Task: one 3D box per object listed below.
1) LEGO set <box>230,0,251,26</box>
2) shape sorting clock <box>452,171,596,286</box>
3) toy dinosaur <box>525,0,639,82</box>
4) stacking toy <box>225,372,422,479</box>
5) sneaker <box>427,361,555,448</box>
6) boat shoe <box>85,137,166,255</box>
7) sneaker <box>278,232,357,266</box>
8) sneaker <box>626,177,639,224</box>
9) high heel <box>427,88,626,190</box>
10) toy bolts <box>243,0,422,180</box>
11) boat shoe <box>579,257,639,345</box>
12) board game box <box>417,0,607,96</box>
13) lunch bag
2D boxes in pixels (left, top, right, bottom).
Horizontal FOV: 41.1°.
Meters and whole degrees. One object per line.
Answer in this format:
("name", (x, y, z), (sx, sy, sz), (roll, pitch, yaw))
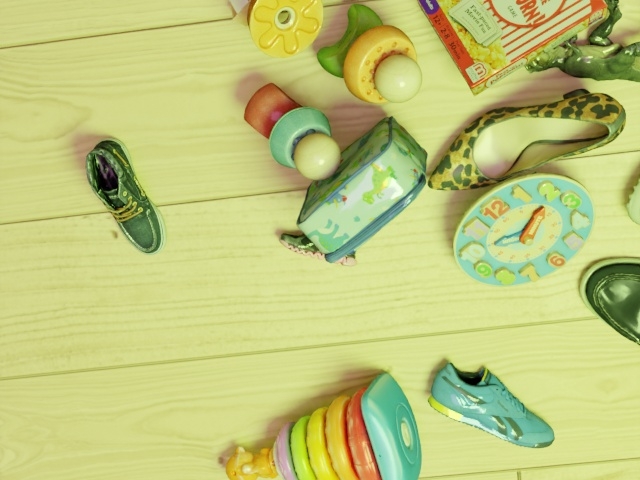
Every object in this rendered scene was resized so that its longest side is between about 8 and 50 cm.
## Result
("LEGO set", (-0.015, -0.403, 1.102), (0.132, 0.107, 0.287), (31, 115, 28))
("shape sorting clock", (0.285, -0.009, 1.193), (0.206, 0.040, 0.206), (-4, 129, -5))
("toy dinosaur", (0.397, -0.255, 1.136), (0.268, 0.064, 0.118), (13, 125, -4))
("stacking toy", (-0.008, 0.325, 1.296), (0.301, 0.166, 0.175), (-17, 91, 18))
("sneaker", (0.270, 0.248, 1.294), (0.209, 0.069, 0.082), (23, 103, -5))
("boat shoe", (-0.279, -0.052, 1.208), (0.065, 0.083, 0.183), (-21, 106, 8))
("sneaker", (0.000, 0.000, 1.242), (0.119, 0.047, 0.057), (14, 93, -6))
("sneaker", (0.538, -0.117, 1.117), (0.102, 0.146, 0.293), (11, 114, -29))
("high heel", (0.261, -0.120, 1.116), (0.261, 0.186, 0.093), (-28, 104, 10))
("toy bolts", (-0.002, -0.193, 1.078), (0.218, 0.158, 0.228), (21, 111, -40))
("boat shoe", (0.537, 0.135, 1.226), (0.340, 0.113, 0.127), (31, 106, -8))
("board game box", (0.245, -0.301, 1.104), (0.193, 0.045, 0.147), (-31, 76, 10))
("lunch bag", (0.054, -0.069, 1.122), (0.176, 0.219, 0.090), (-39, 102, 16))
